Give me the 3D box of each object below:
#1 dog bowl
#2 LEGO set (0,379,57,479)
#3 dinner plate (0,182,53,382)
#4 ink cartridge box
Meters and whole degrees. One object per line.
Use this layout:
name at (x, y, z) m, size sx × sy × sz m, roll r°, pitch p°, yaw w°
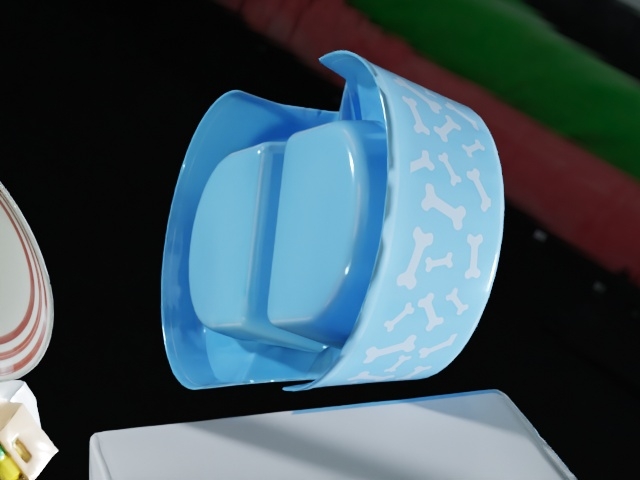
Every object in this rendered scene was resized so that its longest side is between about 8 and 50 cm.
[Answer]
dog bowl at (0.000, 0.000, 0.965) m, size 0.074 × 0.166 × 0.297 m, roll 9°, pitch 172°, yaw -22°
LEGO set at (-0.277, 0.082, 0.983) m, size 0.287 × 0.132 × 0.107 m, roll 35°, pitch -146°, yaw 27°
dinner plate at (-0.172, 0.001, 0.839) m, size 0.141 × 0.141 × 0.017 m, roll 35°, pitch -136°, yaw 17°
ink cartridge box at (0.013, 0.235, 0.797) m, size 0.198 × 0.270 × 0.197 m, roll -5°, pitch -154°, yaw -17°
